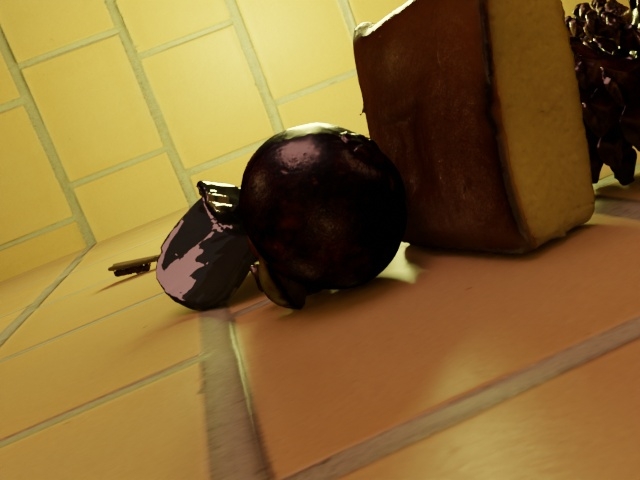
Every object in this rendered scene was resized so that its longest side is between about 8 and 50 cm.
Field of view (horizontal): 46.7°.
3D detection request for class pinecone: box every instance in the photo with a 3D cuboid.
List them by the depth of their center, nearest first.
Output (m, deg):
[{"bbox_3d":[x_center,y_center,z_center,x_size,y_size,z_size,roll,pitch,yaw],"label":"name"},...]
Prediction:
[{"bbox_3d":[0.390,-0.178,0.945,0.292,0.246,0.246,-33,-1,43],"label":"pinecone"},{"bbox_3d":[0.823,-0.598,2.226,0.243,0.244,0.309,-25,-5,-18],"label":"pinecone"}]

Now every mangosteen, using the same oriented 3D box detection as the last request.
[{"bbox_3d":[-0.011,-0.026,0.980,0.265,0.228,0.228,-52,-5,28],"label":"mangosteen"}]

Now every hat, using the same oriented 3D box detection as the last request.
[{"bbox_3d":[-0.093,-0.016,1.317,0.366,0.257,0.382,-12,54,41],"label":"hat"}]

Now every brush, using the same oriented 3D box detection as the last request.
[{"bbox_3d":[-0.414,0.054,1.869,0.247,0.036,0.043,-13,16,11],"label":"brush"}]

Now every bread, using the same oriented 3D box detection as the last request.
[{"bbox_3d":[0.177,-0.155,0.947,0.143,0.324,0.333,-16,7,-19],"label":"bread"}]

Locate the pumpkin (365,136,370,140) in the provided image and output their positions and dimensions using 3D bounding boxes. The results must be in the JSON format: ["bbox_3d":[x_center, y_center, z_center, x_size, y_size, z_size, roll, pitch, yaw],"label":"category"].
[{"bbox_3d":[-0.004,-0.179,1.620,0.254,0.149,0.130,-38,-26,-17],"label":"pumpkin"}]
